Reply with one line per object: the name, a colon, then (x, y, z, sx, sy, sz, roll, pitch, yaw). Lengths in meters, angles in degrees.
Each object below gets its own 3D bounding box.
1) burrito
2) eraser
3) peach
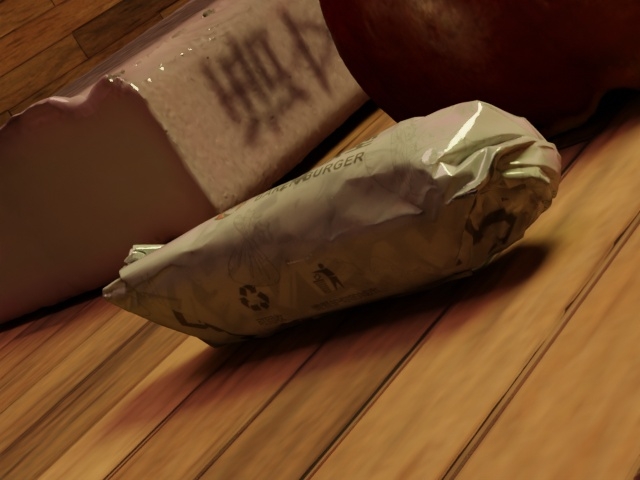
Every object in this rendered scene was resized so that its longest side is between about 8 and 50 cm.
burrito: (0.000, 0.001, 0.520, 0.203, 0.064, 0.064, -22, 16, 40)
eraser: (-0.080, -0.099, 0.955, 0.272, 0.122, 0.359, -22, 14, 42)
peach: (0.073, -0.135, 0.652, 0.159, 0.154, 0.267, -35, 14, -11)
